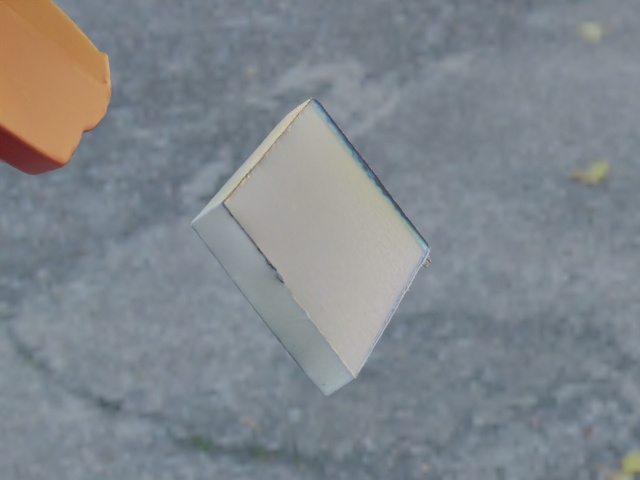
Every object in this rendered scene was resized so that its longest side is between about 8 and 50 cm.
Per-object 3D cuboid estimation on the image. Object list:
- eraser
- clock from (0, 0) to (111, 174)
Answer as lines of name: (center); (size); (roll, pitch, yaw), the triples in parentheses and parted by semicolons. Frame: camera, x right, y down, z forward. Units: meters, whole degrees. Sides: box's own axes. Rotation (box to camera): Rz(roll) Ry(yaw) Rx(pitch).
eraser: (0.000, 0.000, 0.944); (0.023, 0.104, 0.150); (-33, 10, 27)
clock: (-0.171, -0.050, 0.723); (0.155, 0.113, 0.061); (-12, 66, 22)
